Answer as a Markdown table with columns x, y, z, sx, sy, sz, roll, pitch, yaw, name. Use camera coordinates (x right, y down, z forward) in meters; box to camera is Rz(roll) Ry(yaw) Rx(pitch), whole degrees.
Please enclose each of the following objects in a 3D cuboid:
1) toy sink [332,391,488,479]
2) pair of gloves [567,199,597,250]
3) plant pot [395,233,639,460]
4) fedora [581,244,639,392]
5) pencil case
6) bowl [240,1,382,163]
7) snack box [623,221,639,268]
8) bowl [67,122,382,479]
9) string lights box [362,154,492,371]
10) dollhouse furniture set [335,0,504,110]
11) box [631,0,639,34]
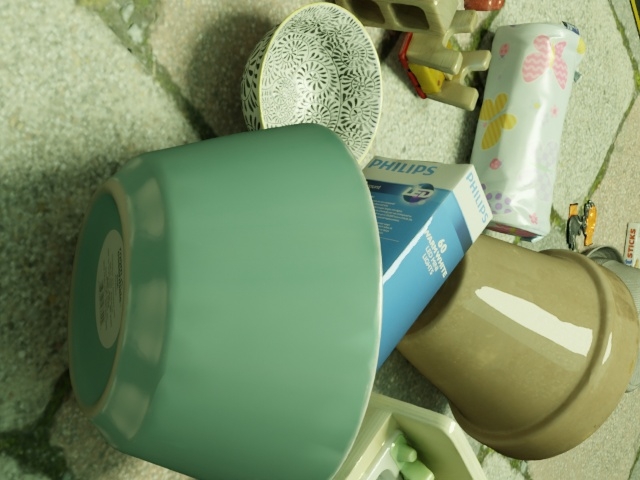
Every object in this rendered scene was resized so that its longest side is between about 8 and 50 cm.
| x | y | z | sx | sy | sz | roll | pitch | yaw | name |
| --- | --- | --- | --- | --- | --- | --- | --- | --- | --- |
| 0.031 | 0.241 | 0.891 | 0.131 | 0.234 | 0.153 | -51 | 131 | -28 | toy sink |
| 0.409 | -0.024 | 1.407 | 0.083 | 0.010 | 0.074 | -10 | 105 | -45 | pair of gloves |
| 0.199 | 0.097 | 1.057 | 0.229 | 0.263 | 0.263 | 31 | 74 | -28 | plant pot |
| 0.461 | 0.144 | 1.409 | 0.244 | 0.124 | 0.275 | 51 | 61 | -39 | fedora |
| 0.259 | -0.139 | 1.149 | 0.124 | 0.113 | 0.273 | 14 | 88 | -38 | pencil case |
| -0.023 | -0.142 | 0.874 | 0.170 | 0.080 | 0.170 | -12 | 106 | -45 | bowl |
| 0.543 | 0.059 | 1.555 | 0.064 | 0.022 | 0.178 | 2 | 96 | -48 | snack box |
| -0.099 | 0.051 | 0.707 | 0.163 | 0.311 | 0.312 | 5 | 94 | -27 | bowl |
| 0.045 | 0.026 | 0.895 | 0.260 | 0.133 | 0.077 | -48 | 128 | -28 | string lights box |
| 0.083 | -0.320 | 0.936 | 0.201 | 0.152 | 0.374 | -69 | 153 | -13 | dollhouse furniture set |
| 0.621 | -0.412 | 1.512 | 0.257 | 0.079 | 0.322 | -54 | 131 | -27 | box |
